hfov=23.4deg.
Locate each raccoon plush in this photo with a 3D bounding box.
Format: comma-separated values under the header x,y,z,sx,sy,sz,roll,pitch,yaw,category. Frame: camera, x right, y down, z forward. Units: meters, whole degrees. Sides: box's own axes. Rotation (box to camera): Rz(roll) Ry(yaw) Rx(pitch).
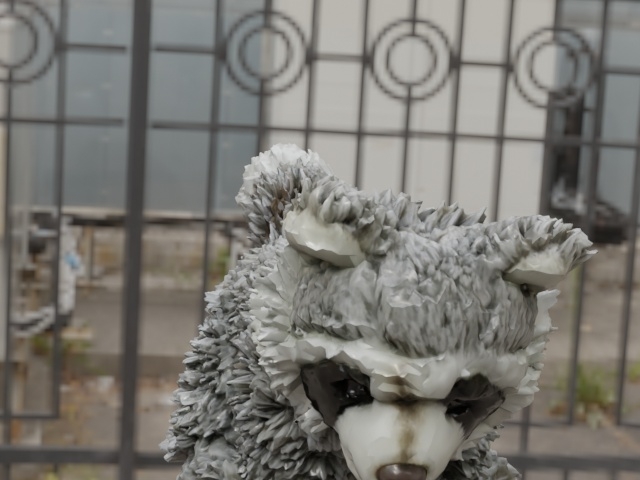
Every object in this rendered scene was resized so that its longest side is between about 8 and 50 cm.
x,y,z,sx,sy,sz,roll,pitch,yaw,category
0.000,0.000,0.978,0.216,0.299,0.446,-7,44,-21,raccoon plush
